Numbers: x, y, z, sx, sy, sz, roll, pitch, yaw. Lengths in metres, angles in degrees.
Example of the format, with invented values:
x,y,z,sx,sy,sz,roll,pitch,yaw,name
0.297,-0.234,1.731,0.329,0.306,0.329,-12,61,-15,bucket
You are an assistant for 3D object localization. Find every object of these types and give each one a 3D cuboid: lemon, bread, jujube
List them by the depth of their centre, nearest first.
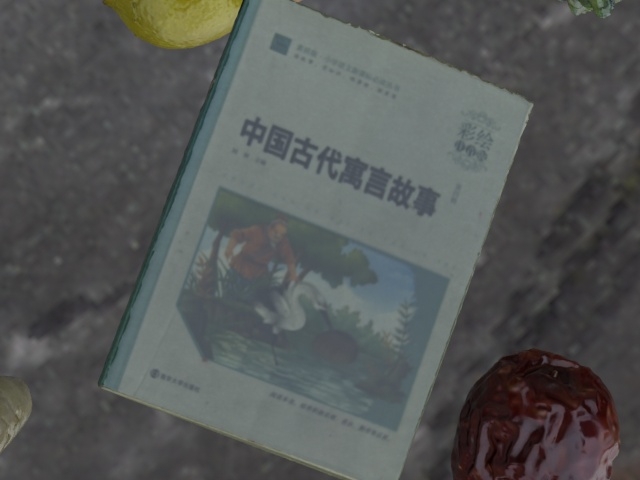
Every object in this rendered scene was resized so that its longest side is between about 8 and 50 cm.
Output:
x,y,z,sx,sy,sz,roll,pitch,yaw,name
0.150,0.164,1.411,0.109,0.112,0.176,-5,125,-22,jujube
-0.104,-0.204,1.524,0.133,0.109,0.109,-19,149,-11,lemon
-0.313,0.173,1.704,0.053,0.073,0.214,-65,174,35,bread

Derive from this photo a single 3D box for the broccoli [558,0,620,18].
x,y,z,sx,sy,sz,roll,pitch,yaw,name
0.215,-0.275,1.542,0.275,0.177,0.198,-17,131,-67,broccoli

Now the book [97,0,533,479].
x,y,z,sx,sy,sz,roll,pitch,yaw,name
0.000,0.000,1.280,0.025,0.215,0.282,164,-54,-72,book

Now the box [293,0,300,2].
x,y,z,sx,sy,sz,roll,pitch,yaw,name
-0.088,-0.342,1.852,0.076,0.174,0.274,-28,161,7,box
